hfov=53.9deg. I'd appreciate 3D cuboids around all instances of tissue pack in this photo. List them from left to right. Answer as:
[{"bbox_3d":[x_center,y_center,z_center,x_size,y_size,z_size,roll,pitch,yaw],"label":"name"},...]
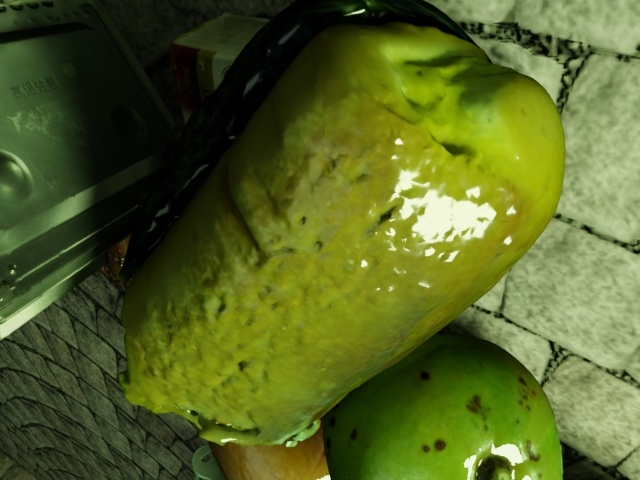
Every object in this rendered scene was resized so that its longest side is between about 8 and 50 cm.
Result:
[{"bbox_3d":[-0.064,-0.121,0.590,0.106,0.099,0.149,18,134,28],"label":"tissue pack"}]

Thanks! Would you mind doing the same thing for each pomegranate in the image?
[{"bbox_3d":[0.109,0.214,0.653,0.236,0.236,0.302,41,161,4],"label":"pomegranate"}]

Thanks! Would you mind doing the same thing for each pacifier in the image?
[{"bbox_3d":[-0.168,0.412,1.161,0.150,0.126,0.117,31,116,26],"label":"pacifier"}]

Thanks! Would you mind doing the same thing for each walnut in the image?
[{"bbox_3d":[-0.051,0.239,0.826,0.298,0.203,0.203,54,141,-3],"label":"walnut"}]

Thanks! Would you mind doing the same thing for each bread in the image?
[{"bbox_3d":[0.000,0.000,0.486,0.251,0.208,0.376,28,125,-24],"label":"bread"}]

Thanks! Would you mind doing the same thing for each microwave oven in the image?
[{"bbox_3d":[-0.343,-0.018,0.543,0.332,0.394,0.247,-22,105,28],"label":"microwave oven"}]

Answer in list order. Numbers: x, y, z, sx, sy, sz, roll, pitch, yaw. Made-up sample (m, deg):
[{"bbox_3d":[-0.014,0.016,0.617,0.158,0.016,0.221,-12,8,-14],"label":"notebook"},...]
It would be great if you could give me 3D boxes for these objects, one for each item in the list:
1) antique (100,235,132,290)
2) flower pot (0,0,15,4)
[{"bbox_3d":[-0.276,-0.062,0.832,0.087,0.093,0.310,18,135,29],"label":"antique"},{"bbox_3d":[-0.220,-0.324,0.476,0.239,0.189,0.209,36,140,13],"label":"flower pot"}]
